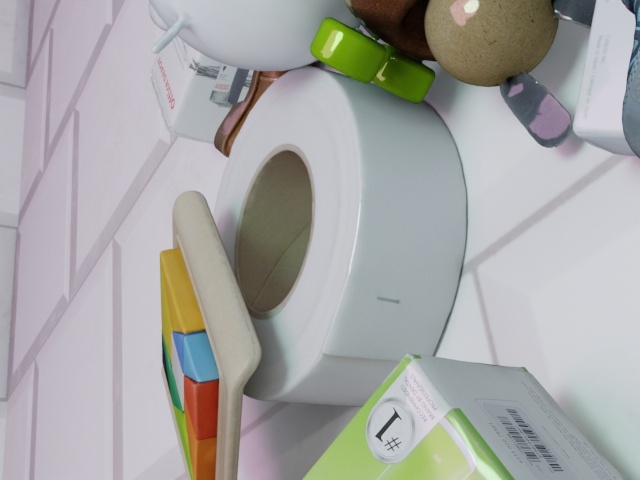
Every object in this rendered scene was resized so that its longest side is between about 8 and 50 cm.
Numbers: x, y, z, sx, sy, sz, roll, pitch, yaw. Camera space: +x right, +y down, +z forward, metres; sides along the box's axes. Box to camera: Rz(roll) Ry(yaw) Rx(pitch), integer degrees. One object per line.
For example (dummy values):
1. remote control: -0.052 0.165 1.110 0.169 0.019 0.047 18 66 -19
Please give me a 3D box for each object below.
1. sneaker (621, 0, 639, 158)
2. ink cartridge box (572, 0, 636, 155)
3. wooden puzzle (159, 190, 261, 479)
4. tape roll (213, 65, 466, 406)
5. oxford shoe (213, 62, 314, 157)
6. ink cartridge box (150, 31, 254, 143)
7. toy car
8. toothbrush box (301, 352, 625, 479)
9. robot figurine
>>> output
1. sneaker: 0.173 -0.152 0.386 0.125 0.104 0.262 8 81 53
2. ink cartridge box: 0.247 -0.129 0.399 0.232 0.066 0.189 11 91 40
3. wooden puzzle: -0.113 0.110 0.756 0.221 0.044 0.239 -116 30 -44
4. tape roll: 0.000 0.000 0.732 0.286 0.100 0.286 -28 57 55
5. oxford shoe: -0.032 -0.157 0.892 0.076 0.076 0.212 45 123 21
6. ink cartridge box: -0.125 -0.249 1.041 0.218 0.092 0.158 -60 34 29
7. toy car: 0.116 -0.149 0.577 0.188 0.149 0.155 37 107 30
8. toothbrush box: 0.054 0.233 0.451 0.283 0.122 0.206 -54 49 22
9. robot figurine: -0.031 -0.278 0.701 0.300 0.200 0.353 -29 31 40
